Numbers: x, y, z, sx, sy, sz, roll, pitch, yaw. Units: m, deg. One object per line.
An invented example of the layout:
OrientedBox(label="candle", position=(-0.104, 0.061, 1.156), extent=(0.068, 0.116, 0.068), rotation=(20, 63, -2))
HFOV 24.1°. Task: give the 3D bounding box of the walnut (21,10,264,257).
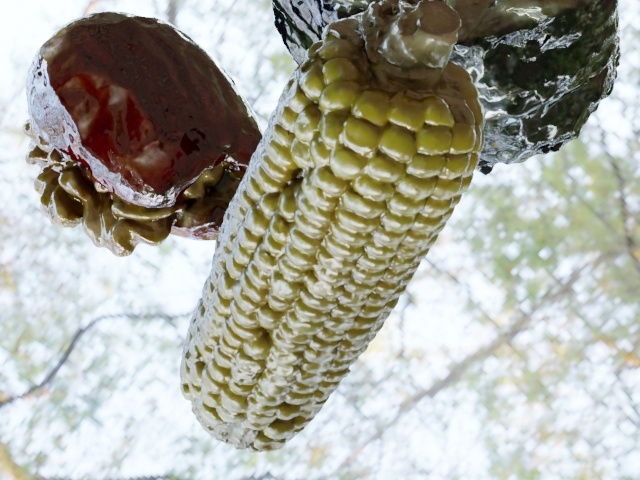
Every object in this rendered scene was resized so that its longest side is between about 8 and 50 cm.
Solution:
OrientedBox(label="walnut", position=(-0.194, -0.102, 1.584), extent=(0.244, 0.222, 0.269), rotation=(-38, -125, -11))

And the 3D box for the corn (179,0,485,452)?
OrientedBox(label="corn", position=(0.000, 0.000, 0.841), extent=(0.119, 0.322, 0.119), rotation=(16, -138, -15))

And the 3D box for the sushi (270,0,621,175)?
OrientedBox(label="sushi", position=(0.076, -0.201, 1.168), extent=(0.211, 0.171, 0.350), rotation=(-39, -130, -10))
